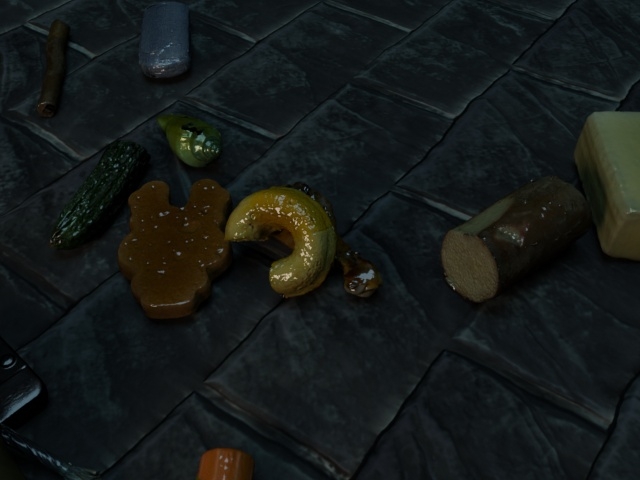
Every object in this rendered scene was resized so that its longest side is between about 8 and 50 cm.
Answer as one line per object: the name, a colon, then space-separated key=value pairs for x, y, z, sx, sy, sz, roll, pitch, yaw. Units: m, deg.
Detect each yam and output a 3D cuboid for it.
yam: x=0.303 y=-0.008 z=1.106 sx=0.238 sy=0.128 sz=0.129 roll=-28 pitch=50 yaw=-25
yam: x=-0.562 y=-0.370 z=1.529 sx=0.045 sy=0.045 sz=0.326 roll=-22 pitch=45 yaw=10

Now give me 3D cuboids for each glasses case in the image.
glasses case: x=-0.338 y=-0.445 z=1.587 sx=0.109 sy=0.067 sz=0.282 roll=-8 pitch=47 yaw=-4

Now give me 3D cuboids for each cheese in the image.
cheese: x=0.571 y=-0.094 z=1.197 sx=0.243 sy=0.123 sz=0.265 roll=5 pitch=44 yaw=0

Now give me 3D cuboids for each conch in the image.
conch: x=-0.231 y=-0.187 z=1.331 sx=0.095 sy=0.079 sz=0.200 roll=-1 pitch=33 yaw=-28

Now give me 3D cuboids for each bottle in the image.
bottle: x=-0.117 y=0.329 z=0.812 sx=0.069 sy=0.069 sz=0.187 roll=2 pitch=44 yaw=2

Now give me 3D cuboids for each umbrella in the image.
umbrella: x=-0.325 y=0.275 z=0.876 sx=0.269 sy=0.044 sz=0.044 roll=22 pitch=87 yaw=10

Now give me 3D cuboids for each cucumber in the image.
cucumber: x=-0.368 y=-0.077 z=1.220 sx=0.077 sy=0.077 sz=0.265 roll=10 pitch=48 yaw=9

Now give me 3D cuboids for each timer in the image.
timer: x=-0.469 y=0.193 z=0.962 sx=0.187 sy=0.055 sz=0.144 roll=36 pitch=57 yaw=25

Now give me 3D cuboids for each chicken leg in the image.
chicken leg: x=0.002 y=0.000 z=1.138 sx=0.107 sy=0.087 sz=0.251 roll=-46 pitch=63 yaw=2

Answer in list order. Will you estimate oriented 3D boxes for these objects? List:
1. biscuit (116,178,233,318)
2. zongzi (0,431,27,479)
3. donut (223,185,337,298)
biscuit: x=-0.230 y=0.008 z=1.152 sx=0.186 sy=0.044 sz=0.295 roll=-3 pitch=44 yaw=2
zongzi: x=-0.366 y=0.240 z=0.813 sx=0.300 sy=0.145 sz=0.273 roll=9 pitch=80 yaw=-2
donut: x=-0.058 y=-0.009 z=1.082 sx=0.146 sy=0.078 sz=0.181 roll=-47 pitch=69 yaw=12
